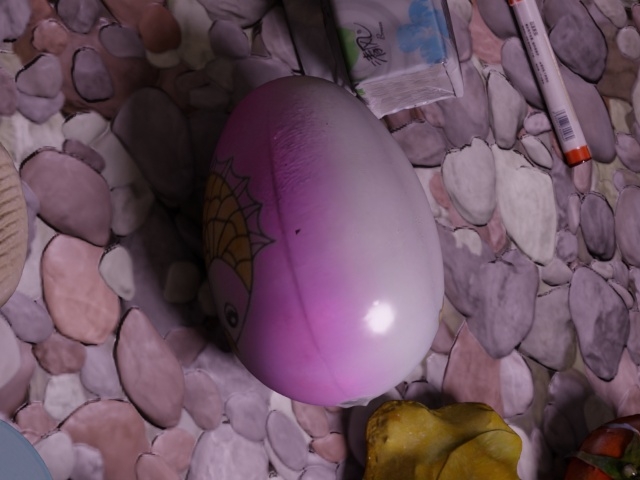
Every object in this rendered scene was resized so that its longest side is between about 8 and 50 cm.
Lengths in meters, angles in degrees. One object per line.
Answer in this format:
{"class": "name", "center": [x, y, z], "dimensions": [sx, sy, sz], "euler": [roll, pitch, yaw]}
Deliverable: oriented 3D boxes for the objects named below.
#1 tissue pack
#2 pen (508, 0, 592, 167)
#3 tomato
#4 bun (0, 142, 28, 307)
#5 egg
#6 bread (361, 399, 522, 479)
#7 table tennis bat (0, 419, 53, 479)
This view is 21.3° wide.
{"class": "tissue pack", "center": [0.032, -0.234, 1.516], "dimensions": [0.159, 0.145, 0.229], "euler": [31, 45, -79]}
{"class": "pen", "center": [0.222, -0.188, 1.711], "dimensions": [0.028, 0.028, 0.239], "euler": [-17, 86, -39]}
{"class": "tomato", "center": [0.303, 0.240, 1.563], "dimensions": [0.167, 0.167, 0.167], "euler": [12, 68, -34]}
{"class": "bun", "center": [-0.295, -0.013, 1.208], "dimensions": [0.173, 0.113, 0.167], "euler": [3, 78, -61]}
{"class": "egg", "center": [0.000, 0.000, 1.380], "dimensions": [0.196, 0.196, 0.271], "euler": [12, 57, -34]}
{"class": "bread", "center": [0.113, 0.250, 1.452], "dimensions": [0.160, 0.088, 0.233], "euler": [4, 76, -41]}
{"class": "table tennis bat", "center": [-0.233, 0.232, 1.227], "dimensions": [0.153, 0.040, 0.244], "euler": [-43, 99, -33]}
